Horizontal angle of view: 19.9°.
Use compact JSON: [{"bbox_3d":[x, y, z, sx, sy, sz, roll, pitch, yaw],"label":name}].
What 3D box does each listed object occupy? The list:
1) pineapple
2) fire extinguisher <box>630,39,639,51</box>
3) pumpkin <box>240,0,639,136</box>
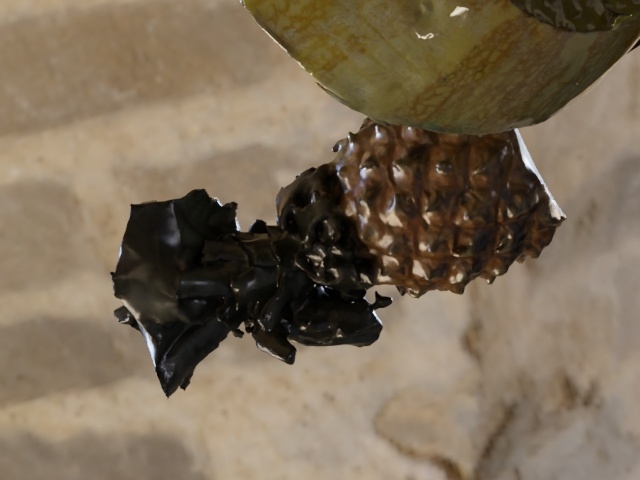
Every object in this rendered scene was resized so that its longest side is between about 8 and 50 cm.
[{"bbox_3d":[0.000,0.000,0.943,0.237,0.119,0.111,-27,-28,9],"label":"pineapple"},{"bbox_3d":[0.227,-0.180,1.468,0.056,0.039,0.132,-25,34,-10],"label":"fire extinguisher"},{"bbox_3d":[0.070,-0.157,0.744,0.217,0.217,0.110,-16,-4,-31],"label":"pumpkin"}]
